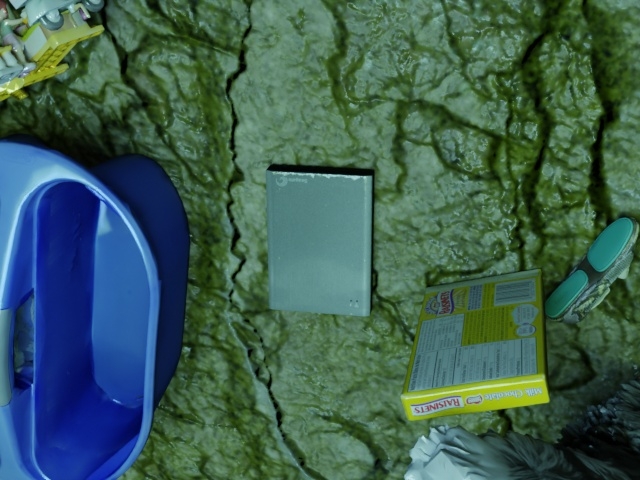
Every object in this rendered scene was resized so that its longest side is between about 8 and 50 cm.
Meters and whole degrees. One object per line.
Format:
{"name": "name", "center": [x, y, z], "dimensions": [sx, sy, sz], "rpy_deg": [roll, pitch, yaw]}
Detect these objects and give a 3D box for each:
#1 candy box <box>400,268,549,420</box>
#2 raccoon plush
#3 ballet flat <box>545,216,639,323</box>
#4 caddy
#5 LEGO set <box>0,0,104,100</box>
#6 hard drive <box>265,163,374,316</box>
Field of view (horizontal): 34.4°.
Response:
{"name": "candy box", "center": [0.128, 0.078, 0.827], "dimensions": [0.105, 0.206, 0.027], "rpy_deg": [-12, 107, 16]}
{"name": "raccoon plush", "center": [0.206, 0.279, 0.859], "dimensions": [0.447, 0.216, 0.299], "rpy_deg": [15, 115, -19]}
{"name": "ballet flat", "center": [0.239, 0.028, 0.883], "dimensions": [0.041, 0.041, 0.114], "rpy_deg": [35, 114, -4]}
{"name": "caddy", "center": [-0.249, 0.066, 0.914], "dimensions": [0.241, 0.179, 0.341], "rpy_deg": [10, 113, 8]}
{"name": "LEGO set", "center": [-0.297, -0.169, 0.867], "dimensions": [0.287, 0.132, 0.107], "rpy_deg": [-26, 93, 30]}
{"name": "hard drive", "center": [0.000, 0.000, 0.923], "dimensions": [0.094, 0.022, 0.135], "rpy_deg": [4, 112, 10]}
